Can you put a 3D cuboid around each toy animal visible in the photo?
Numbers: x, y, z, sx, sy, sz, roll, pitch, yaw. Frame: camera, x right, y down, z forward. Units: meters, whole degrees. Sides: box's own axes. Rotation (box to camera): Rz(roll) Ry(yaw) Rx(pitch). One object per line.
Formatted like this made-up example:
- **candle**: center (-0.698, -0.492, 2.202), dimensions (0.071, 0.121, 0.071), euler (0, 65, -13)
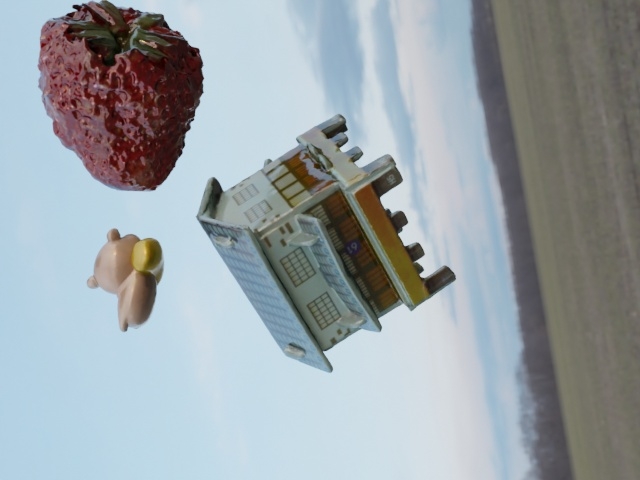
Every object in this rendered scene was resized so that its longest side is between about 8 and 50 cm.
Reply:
- **toy animal**: center (-0.227, 0.043, 1.189), dimensions (0.091, 0.082, 0.114), euler (-79, -2, -84)

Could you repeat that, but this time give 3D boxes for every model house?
- **model house**: center (0.000, 0.000, 1.184), dimensions (0.224, 0.215, 0.198), euler (60, 173, -32)

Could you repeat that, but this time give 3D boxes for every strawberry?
- **strawberry**: center (-0.316, -0.234, 1.608), dimensions (0.261, 0.261, 0.257), euler (-83, 9, -56)
